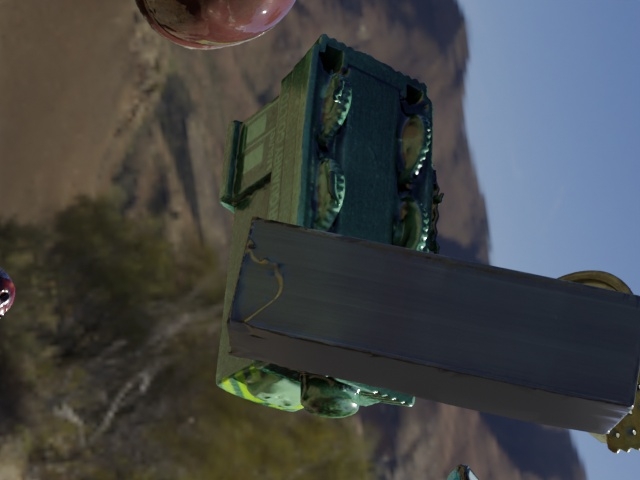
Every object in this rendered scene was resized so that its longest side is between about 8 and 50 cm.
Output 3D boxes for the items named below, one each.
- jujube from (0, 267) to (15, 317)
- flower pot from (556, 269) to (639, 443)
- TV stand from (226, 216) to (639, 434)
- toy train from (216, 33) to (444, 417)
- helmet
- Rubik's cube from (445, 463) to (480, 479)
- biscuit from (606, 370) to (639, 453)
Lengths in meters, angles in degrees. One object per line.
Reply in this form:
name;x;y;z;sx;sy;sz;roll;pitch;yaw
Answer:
jujube;-0.511;0.073;2.018;0.104;0.166;0.104;-13;107;-50
flower pot;0.390;0.184;1.954;0.202;0.212;0.212;46;22;-32
TV stand;0.076;0.060;0.950;0.088;0.269;0.082;89;13;-71
toy train;0.000;0.000;1.163;0.178;0.138;0.330;-29;-133;47
helmet;-0.073;-0.241;1.270;0.106;0.175;0.155;29;-65;56
Rubik's cube;0.193;0.427;1.420;0.284;0.250;0.234;-54;-146;24
biscuit;0.443;0.192;1.763;0.016;0.203;0.144;-18;95;-65
